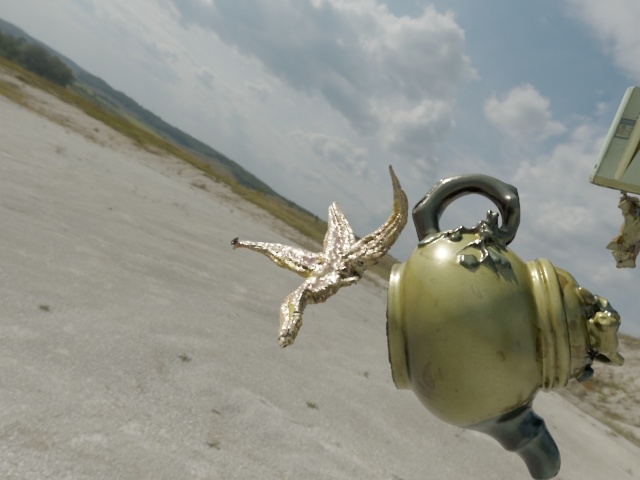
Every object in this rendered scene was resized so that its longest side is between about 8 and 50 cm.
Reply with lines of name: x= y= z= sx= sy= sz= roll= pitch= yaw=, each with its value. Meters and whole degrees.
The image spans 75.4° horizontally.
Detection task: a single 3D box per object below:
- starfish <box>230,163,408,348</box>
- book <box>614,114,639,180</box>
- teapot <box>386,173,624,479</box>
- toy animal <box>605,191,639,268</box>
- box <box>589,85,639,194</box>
starfish: x=0.007 y=0.008 z=0.822 sx=0.384 sy=0.398 sz=0.132 roll=30 pitch=-27 yaw=52
book: x=0.482 y=-0.200 z=0.589 sx=0.013 sy=0.192 sz=0.167 roll=28 pitch=-36 yaw=34
teapot: x=0.159 y=0.062 z=0.371 sx=0.183 sy=0.269 sz=0.173 roll=-4 pitch=-19 yaw=20
toy animal: x=1.010 y=-0.032 z=1.358 sx=0.097 sy=0.312 sz=0.158 roll=14 pitch=31 yaw=36
box: x=0.685 y=-0.171 z=0.774 sx=0.270 sy=0.210 sz=0.045 roll=15 pitch=21 yaw=12
